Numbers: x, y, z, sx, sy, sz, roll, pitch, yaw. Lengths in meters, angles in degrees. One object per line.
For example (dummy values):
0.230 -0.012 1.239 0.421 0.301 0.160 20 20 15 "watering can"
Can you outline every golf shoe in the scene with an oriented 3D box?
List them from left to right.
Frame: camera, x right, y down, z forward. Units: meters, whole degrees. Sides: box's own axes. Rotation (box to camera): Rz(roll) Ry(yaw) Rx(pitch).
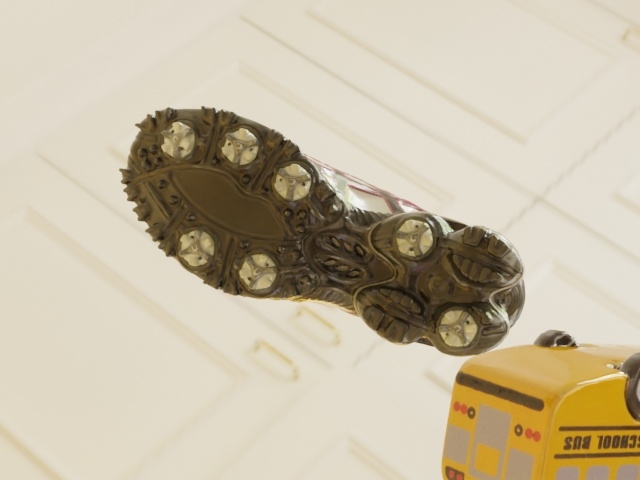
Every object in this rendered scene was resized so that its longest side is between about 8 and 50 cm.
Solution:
0.000 0.000 0.925 0.105 0.272 0.120 -65 -10 3 "golf shoe"

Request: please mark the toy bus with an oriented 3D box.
0.257 0.145 1.141 0.332 0.108 0.130 5 -85 -38 "toy bus"
